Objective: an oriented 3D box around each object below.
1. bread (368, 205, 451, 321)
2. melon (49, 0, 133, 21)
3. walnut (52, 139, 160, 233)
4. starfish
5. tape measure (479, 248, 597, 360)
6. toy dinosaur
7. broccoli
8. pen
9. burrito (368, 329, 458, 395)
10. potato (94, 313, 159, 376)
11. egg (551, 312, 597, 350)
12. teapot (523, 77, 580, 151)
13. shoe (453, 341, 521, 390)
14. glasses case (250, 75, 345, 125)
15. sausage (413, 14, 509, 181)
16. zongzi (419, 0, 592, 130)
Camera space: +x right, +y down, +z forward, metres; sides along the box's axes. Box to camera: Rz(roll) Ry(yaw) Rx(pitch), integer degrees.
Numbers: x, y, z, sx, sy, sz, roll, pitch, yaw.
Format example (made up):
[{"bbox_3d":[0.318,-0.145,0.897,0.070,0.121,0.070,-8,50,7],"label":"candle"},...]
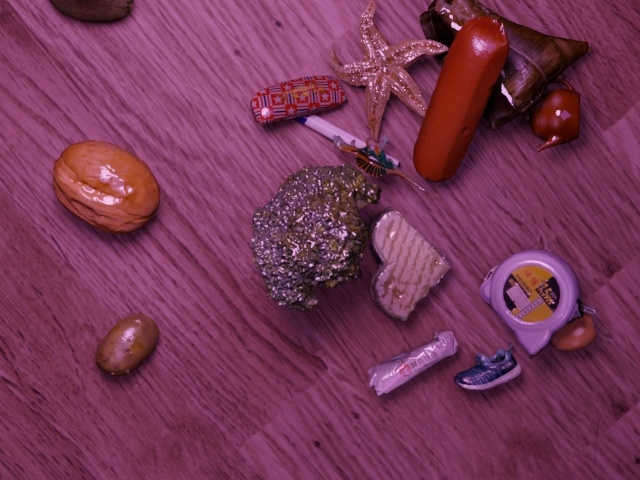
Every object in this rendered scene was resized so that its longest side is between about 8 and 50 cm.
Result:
[{"bbox_3d":[0.178,0.042,1.580,0.172,0.064,0.232,-6,97,-6],"label":"bread"},{"bbox_3d":[-0.429,-0.459,1.461,0.162,0.099,0.099,11,93,-6],"label":"melon"},{"bbox_3d":[-0.400,-0.101,1.465,0.206,0.159,0.159,27,91,-8],"label":"walnut"},{"bbox_3d":[0.131,-0.330,1.522,0.235,0.062,0.277,1,101,15],"label":"starfish"},{"bbox_3d":[0.434,0.112,1.575,0.178,0.105,0.196,-38,73,19],"label":"tape measure"},{"bbox_3d":[0.109,-0.149,1.509,0.106,0.044,0.187,-21,68,-43],"label":"toy dinosaur"},{"bbox_3d":[-0.012,-0.015,1.472,0.288,0.260,0.235,-39,83,-4],"label":"broccoli"},{"bbox_3d":[0.038,-0.208,1.562,0.269,0.033,0.033,28,91,-8],"label":"pen"},{"bbox_3d":[0.188,0.247,1.599,0.203,0.064,0.064,-29,97,-2],"label":"burrito"},{"bbox_3d":[-0.378,0.206,1.531,0.091,0.070,0.138,43,89,-8],"label":"potato"},{"bbox_3d":[0.520,0.188,1.620,0.096,0.080,0.080,-21,96,6],"label":"egg"},{"bbox_3d":[0.464,-0.253,1.573,0.116,0.116,0.173,11,68,-7],"label":"teapot"},{"bbox_3d":[0.341,0.264,1.615,0.143,0.064,0.071,-18,97,-7],"label":"shoe"},{"bbox_3d":[-0.043,-0.276,1.511,0.194,0.049,0.073,-18,78,-23],"label":"glasses case"},{"bbox_3d":[0.254,-0.251,1.469,0.094,0.348,0.097,-26,55,-40],"label":"sausage"},{"bbox_3d":[0.371,-0.403,1.545,0.288,0.134,0.286,-37,91,-17],"label":"zongzi"}]
